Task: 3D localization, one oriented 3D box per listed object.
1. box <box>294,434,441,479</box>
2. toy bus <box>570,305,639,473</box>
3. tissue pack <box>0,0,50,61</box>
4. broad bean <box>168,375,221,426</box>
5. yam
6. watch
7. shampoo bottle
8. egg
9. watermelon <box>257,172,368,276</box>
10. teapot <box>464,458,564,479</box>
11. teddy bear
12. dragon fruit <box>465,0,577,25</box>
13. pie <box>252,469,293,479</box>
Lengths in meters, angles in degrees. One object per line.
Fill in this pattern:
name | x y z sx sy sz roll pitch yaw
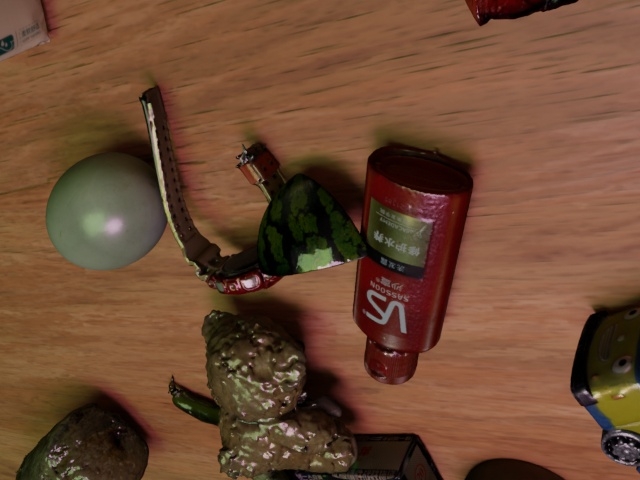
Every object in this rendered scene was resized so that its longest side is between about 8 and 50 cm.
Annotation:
box | 0.119 0.444 1.163 0.198 0.084 0.310 -11 118 37
toy bus | 0.405 0.192 0.756 0.175 0.138 0.288 -29 107 43
tissue pack | -0.502 -0.286 0.756 0.207 0.380 0.297 18 133 24
broad bean | -0.165 0.289 1.244 0.226 0.039 0.069 13 124 23
yam | -0.470 0.441 1.437 0.195 0.195 0.300 44 135 -7
watch | -0.121 -0.062 0.916 0.164 0.102 0.268 -2 115 24
shampoo bottle | 0.096 0.042 0.864 0.118 0.076 0.314 20 132 18
egg | -0.282 -0.036 0.979 0.149 0.149 0.192 47 135 -10
watermelon | 0.000 0.000 0.857 0.135 0.125 0.094 23 178 28
teapot | 0.269 0.421 0.993 0.267 0.175 0.186 -10 121 36
teddy bear | -0.084 0.215 1.056 0.267 0.156 0.256 18 122 32
dragon fruit | 0.173 -0.260 0.569 0.122 0.092 0.192 30 134 7
pie | -0.041 0.438 1.204 0.240 0.054 0.240 50 167 16
